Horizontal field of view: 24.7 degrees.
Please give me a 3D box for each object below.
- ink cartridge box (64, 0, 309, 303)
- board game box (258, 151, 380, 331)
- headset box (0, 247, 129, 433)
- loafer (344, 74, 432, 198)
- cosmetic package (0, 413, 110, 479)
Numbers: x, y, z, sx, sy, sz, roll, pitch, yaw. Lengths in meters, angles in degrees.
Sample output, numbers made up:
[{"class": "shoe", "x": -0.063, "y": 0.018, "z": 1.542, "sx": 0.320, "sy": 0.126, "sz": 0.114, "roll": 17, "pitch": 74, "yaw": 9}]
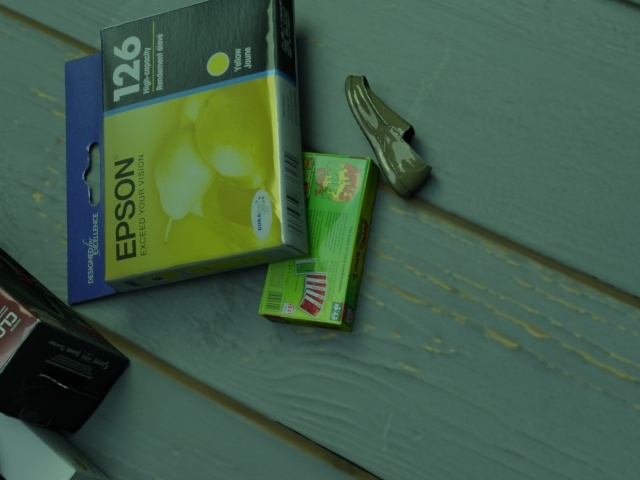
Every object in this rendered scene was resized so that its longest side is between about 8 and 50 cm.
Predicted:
[{"class": "ink cartridge box", "x": -0.166, "y": -0.104, "z": 1.597, "sx": 0.307, "sy": 0.072, "sz": 0.303, "roll": -11, "pitch": 71, "yaw": 21}, {"class": "board game box", "x": 0.000, "y": 0.000, "z": 1.551, "sx": 0.092, "sy": 0.043, "sz": 0.181, "roll": 6, "pitch": 77, "yaw": 19}, {"class": "headset box", "x": -0.353, "y": 0.081, "z": 1.546, "sx": 0.293, "sy": 0.218, "sz": 0.110, "roll": 37, "pitch": 89, "yaw": 24}, {"class": "loafer", "x": 0.073, "y": -0.116, "z": 1.557, "sx": 0.050, "sy": 0.056, "sz": 0.148, "roll": -28, "pitch": 79, "yaw": 8}, {"class": "cosmetic package", "x": -0.339, "y": 0.202, "z": 1.573, "sx": 0.239, "sy": 0.099, "sz": 0.060, "roll": 37, "pitch": 89, "yaw": 22}]
